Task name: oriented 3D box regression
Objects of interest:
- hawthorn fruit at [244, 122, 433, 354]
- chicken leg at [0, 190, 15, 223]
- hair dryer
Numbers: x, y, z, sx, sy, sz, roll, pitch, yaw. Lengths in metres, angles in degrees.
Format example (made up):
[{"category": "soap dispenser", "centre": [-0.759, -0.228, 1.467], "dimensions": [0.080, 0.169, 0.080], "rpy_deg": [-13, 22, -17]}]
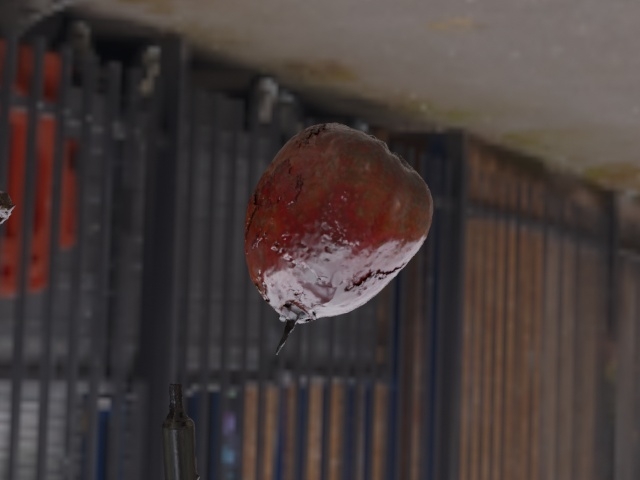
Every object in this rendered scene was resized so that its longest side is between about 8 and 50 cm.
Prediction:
[{"category": "hawthorn fruit", "centre": [0.000, 0.000, 1.706], "dimensions": [0.181, 0.235, 0.181], "rpy_deg": [30, 174, 4]}, {"category": "chicken leg", "centre": [-0.457, 0.044, 1.816], "dimensions": [0.323, 0.177, 0.083], "rpy_deg": [-8, 177, 14]}, {"category": "hair dryer", "centre": [-0.124, 0.274, 1.895], "dimensions": [0.196, 0.248, 0.078], "rpy_deg": [-4, -174, -10]}]
